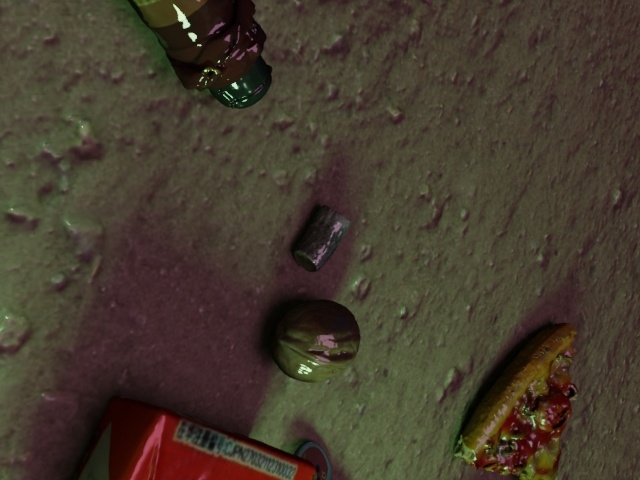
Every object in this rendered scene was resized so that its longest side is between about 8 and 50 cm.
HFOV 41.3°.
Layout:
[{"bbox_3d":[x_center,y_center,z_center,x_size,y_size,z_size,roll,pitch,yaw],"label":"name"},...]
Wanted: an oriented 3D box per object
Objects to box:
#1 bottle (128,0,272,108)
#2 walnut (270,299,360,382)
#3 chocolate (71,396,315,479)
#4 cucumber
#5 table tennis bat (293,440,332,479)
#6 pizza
[{"bbox_3d":[-0.159,-0.288,1.137,0.156,0.143,0.271,-53,132,-18],"label":"bottle"},{"bbox_3d":[-0.006,0.167,1.418,0.162,0.140,0.140,9,96,-35],"label":"walnut"},{"bbox_3d":[-0.222,0.431,1.271,0.360,0.161,0.341,34,78,-44],"label":"chocolate"},{"bbox_3d":[0.001,-0.002,1.429,0.064,0.064,0.112,44,74,-41],"label":"cucumber"},{"bbox_3d":[-0.002,0.463,1.553,0.244,0.040,0.153,53,41,-45],"label":"table tennis bat"},{"bbox_3d":[0.507,0.442,1.982,0.440,0.130,0.406,-43,125,-26],"label":"pizza"}]
